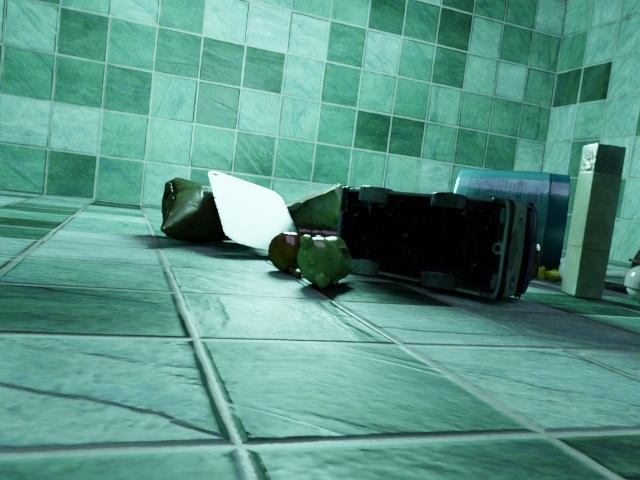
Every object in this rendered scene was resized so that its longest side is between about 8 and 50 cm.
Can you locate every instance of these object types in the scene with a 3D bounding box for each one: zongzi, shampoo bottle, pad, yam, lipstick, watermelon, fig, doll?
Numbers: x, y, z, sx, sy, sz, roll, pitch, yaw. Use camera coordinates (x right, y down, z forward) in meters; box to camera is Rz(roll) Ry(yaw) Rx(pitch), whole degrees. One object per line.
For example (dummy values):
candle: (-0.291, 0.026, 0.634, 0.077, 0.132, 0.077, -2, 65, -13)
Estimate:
zongzi: (-0.284, -0.056, 1.537, 0.322, 0.160, 0.360, 7, 13, -13)
shampoo bottle: (0.613, -0.065, 1.828, 0.342, 0.331, 0.331, 7, 4, 19)
pad: (-0.158, -0.043, 1.535, 0.314, 0.063, 0.375, 17, 27, -28)
yam: (0.000, -0.002, 1.708, 0.141, 0.079, 0.079, 4, 5, -5)
lipstick: (0.669, -0.046, 1.371, 0.076, 0.372, 0.080, 7, 4, -4)
watermelon: (-0.062, -0.080, 1.813, 0.305, 0.180, 0.224, -16, -43, 17)
fig: (-0.067, 0.037, 1.170, 0.088, 0.089, 0.125, 6, 27, -8)
doll: (0.781, 0.100, 1.493, 0.160, 0.094, 0.365, 6, 3, -43)

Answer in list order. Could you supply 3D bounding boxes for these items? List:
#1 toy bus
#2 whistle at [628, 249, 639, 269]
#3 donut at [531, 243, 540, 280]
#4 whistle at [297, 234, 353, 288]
toy bus: (0.265, -0.002, 1.270, 0.249, 0.210, 0.439, 5, 3, -45)
whistle: (1.069, 0.094, 1.634, 0.347, 0.189, 0.189, 17, 3, -6)
donut: (0.509, 0.046, 1.577, 0.186, 0.126, 0.144, 4, 11, 10)
whistle: (0.014, 0.038, 1.103, 0.085, 0.105, 0.227, -23, -6, 17)
